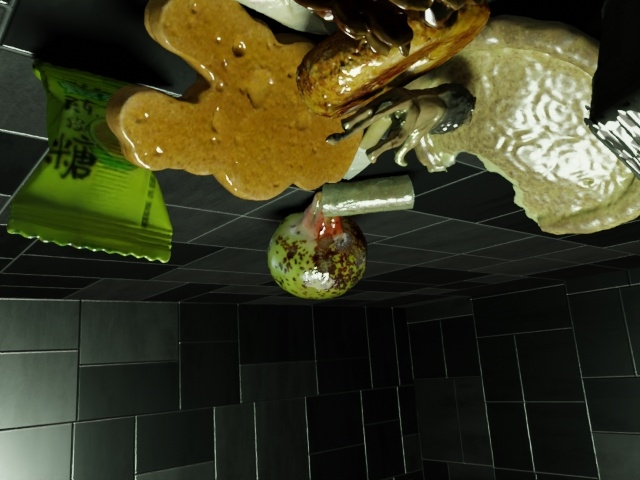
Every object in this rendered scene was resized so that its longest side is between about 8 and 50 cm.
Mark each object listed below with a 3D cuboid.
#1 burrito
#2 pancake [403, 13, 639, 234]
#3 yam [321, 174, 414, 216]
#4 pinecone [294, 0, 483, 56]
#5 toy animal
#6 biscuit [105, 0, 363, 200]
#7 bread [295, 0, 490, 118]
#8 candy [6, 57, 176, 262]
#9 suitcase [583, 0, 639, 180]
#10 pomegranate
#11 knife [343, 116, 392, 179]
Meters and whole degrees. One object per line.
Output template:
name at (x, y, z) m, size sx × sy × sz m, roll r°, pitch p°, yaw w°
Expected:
burrito at (-0.027, -0.212, 0.469) m, size 0.171 × 0.042 × 0.051 m, roll 10°, pitch 153°, yaw -40°
pancake at (0.219, -0.113, 0.598) m, size 0.286 × 0.033 × 0.288 m, roll -9°, pitch 126°, yaw 52°
yam at (0.086, -0.081, 0.995) m, size 0.170 × 0.068 × 0.068 m, roll -5°, pitch 167°, yaw 9°
pinecone at (0.046, -0.203, 0.300) m, size 0.163 × 0.162 × 0.165 m, roll 5°, pitch 148°, yaw -33°
toy animal at (0.072, -0.114, 0.528) m, size 0.220 × 0.069 × 0.086 m, roll -27°, pitch 171°, yaw -44°
biscuit at (-0.064, -0.130, 0.554) m, size 0.044 × 0.186 × 0.295 m, roll 35°, pitch -170°, yaw 39°
bread at (0.060, -0.172, 0.491) m, size 0.193 × 0.063 × 0.193 m, roll -26°, pitch -175°, yaw 3°
candy at (-0.208, -0.090, 0.526) m, size 0.149 × 0.246 × 0.069 m, roll 12°, pitch 141°, yaw -31°
suitcase at (0.377, -0.092, 0.423) m, size 0.335 × 0.229 × 0.152 m, roll 37°, pitch 145°, yaw -18°
pomegranate at (0.000, 0.000, 1.121) m, size 0.214 × 0.214 × 0.247 m, roll -1°, pitch 129°, yaw -12°
knife at (0.074, -0.141, 0.846) m, size 0.047 × 0.017 × 0.298 m, roll -8°, pitch 168°, yaw -14°
